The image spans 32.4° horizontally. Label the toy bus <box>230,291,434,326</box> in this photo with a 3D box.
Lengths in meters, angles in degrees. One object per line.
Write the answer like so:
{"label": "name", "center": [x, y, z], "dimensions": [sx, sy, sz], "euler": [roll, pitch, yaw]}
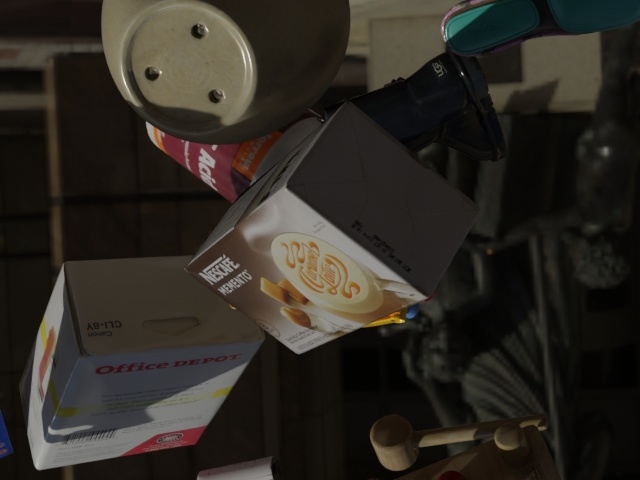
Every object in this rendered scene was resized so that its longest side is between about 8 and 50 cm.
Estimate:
{"label": "toy bus", "center": [0.026, 0.045, 1.366], "dimensions": [0.211, 0.149, 0.220], "euler": [27, 155, -33]}

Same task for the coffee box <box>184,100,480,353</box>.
{"label": "coffee box", "center": [0.000, 0.000, 0.927], "dimensions": [0.141, 0.098, 0.246], "euler": [39, 153, -11]}

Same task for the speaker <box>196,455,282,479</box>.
{"label": "speaker", "center": [-0.134, 0.398, 1.837], "dimensions": [0.136, 0.055, 0.055], "euler": [-14, 179, 12]}

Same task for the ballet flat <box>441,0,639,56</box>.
{"label": "ballet flat", "center": [0.224, -0.234, 1.070], "dimensions": [0.221, 0.077, 0.079], "euler": [-10, -152, 33]}

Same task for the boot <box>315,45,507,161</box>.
{"label": "boot", "center": [0.115, -0.136, 1.383], "dimensions": [0.207, 0.094, 0.246], "euler": [-26, 154, 7]}

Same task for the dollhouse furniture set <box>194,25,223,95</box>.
{"label": "dollhouse furniture set", "center": [-0.162, -0.250, 1.539], "dimensions": [0.101, 0.182, 0.161], "euler": [-20, -145, -17]}

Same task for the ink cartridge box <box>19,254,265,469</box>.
{"label": "ink cartridge box", "center": [-0.282, 0.186, 1.685], "dimensions": [0.279, 0.160, 0.384], "euler": [-3, 149, -28]}

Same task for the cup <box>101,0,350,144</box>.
{"label": "cup", "center": [-0.140, -0.253, 1.389], "dimensions": [0.331, 0.331, 0.237], "euler": [-2, -155, 10]}

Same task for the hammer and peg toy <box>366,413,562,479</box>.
{"label": "hammer and peg toy", "center": [0.179, 0.326, 1.349], "dimensions": [0.266, 0.127, 0.361], "euler": [-23, -137, 7]}

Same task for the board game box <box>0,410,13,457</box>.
{"label": "board game box", "center": [-0.658, 0.282, 1.647], "dimensions": [0.347, 0.233, 0.078], "euler": [-19, -138, -22]}

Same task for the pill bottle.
{"label": "pill bottle", "center": [-0.110, -0.166, 2.002], "dimensions": [0.392, 0.224, 0.224], "euler": [36, -160, 25]}
